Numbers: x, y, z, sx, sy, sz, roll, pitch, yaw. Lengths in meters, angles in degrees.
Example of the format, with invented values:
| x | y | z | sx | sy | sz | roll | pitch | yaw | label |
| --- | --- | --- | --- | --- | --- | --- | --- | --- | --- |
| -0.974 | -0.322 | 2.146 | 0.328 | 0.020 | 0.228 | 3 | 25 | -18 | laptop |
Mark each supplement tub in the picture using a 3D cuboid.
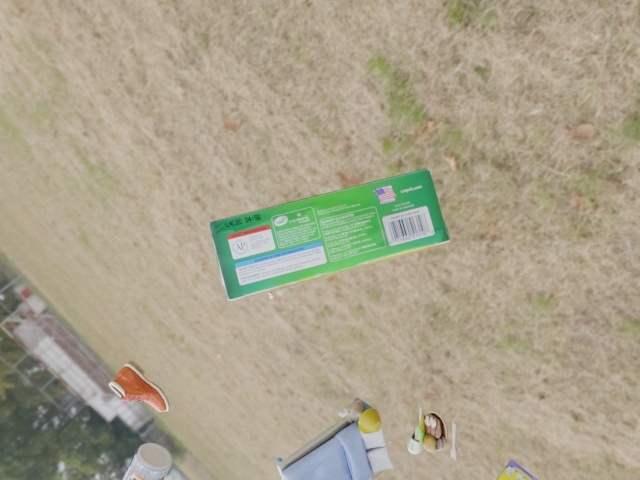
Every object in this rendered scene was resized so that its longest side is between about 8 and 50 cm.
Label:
| x | y | z | sx | sy | sz | roll | pitch | yaw | label |
| --- | --- | --- | --- | --- | --- | --- | --- | --- | --- |
| -0.545 | 0.733 | 1.828 | 0.117 | 0.190 | 0.117 | 25 | -164 | -8 | supplement tub |

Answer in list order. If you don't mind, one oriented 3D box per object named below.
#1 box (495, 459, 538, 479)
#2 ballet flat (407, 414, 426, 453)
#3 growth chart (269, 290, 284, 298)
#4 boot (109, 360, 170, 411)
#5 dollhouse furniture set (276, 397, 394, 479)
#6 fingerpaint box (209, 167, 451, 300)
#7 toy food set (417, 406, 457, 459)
| x | y | z | sx | sy | sz | roll | pitch | yaw | label |
| --- | --- | --- | --- | --- | --- | --- | --- | --- | --- |
| 0.535 | 0.730 | 1.688 | 0.105 | 0.179 | 0.043 | 35 | 158 | 25 | box |
| 0.423 | 0.756 | 2.392 | 0.086 | 0.248 | 0.086 | 15 | 120 | 27 | ballet flat |
| -0.124 | 0.075 | 2.004 | 0.172 | 0.237 | 0.021 | 52 | 149 | -1 | growth chart |
| -0.446 | 0.380 | 1.463 | 0.158 | 0.084 | 0.059 | 43 | 135 | 1 | boot |
| 0.036 | 0.464 | 0.965 | 0.198 | 0.286 | 0.303 | 20 | 130 | 54 | dollhouse furniture set |
| 0.000 | 0.000 | 1.294 | 0.371 | 0.445 | 0.163 | 135 | 120 | -81 | fingerpaint box |
| 0.360 | 0.613 | 1.895 | 0.192 | 0.038 | 0.132 | 2 | 91 | 62 | toy food set |
